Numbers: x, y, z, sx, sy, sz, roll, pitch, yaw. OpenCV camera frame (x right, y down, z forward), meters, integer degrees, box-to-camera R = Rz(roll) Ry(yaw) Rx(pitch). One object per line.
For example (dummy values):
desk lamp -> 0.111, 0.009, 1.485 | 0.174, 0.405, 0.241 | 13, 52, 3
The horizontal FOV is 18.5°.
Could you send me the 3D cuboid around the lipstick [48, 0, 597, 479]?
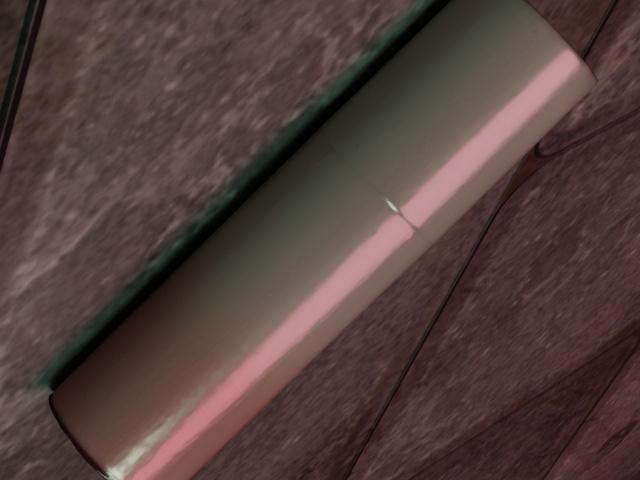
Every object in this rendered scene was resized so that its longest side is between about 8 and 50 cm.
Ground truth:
lipstick -> 0.000, 0.000, 1.044 | 0.327, 0.087, 0.087 | -44, 161, 4
